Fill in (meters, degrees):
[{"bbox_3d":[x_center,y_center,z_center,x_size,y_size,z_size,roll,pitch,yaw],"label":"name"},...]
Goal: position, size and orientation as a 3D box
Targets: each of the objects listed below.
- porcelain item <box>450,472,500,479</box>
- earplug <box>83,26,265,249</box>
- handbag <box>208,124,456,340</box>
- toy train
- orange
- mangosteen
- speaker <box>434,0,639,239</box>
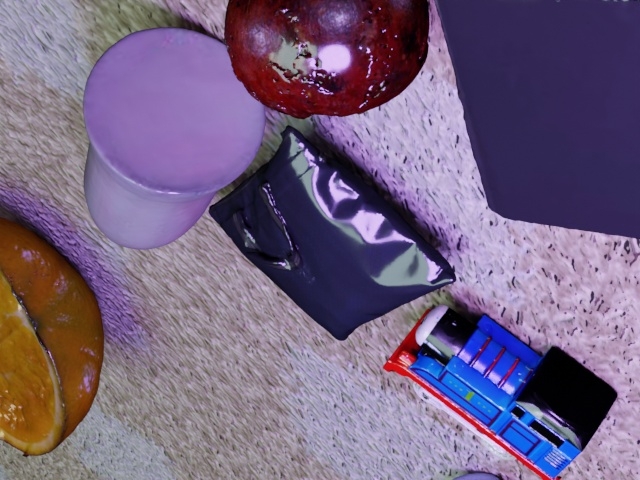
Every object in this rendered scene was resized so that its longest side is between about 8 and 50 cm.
[{"bbox_3d":[0.207,0.392,1.581,0.141,0.141,0.259,4,123,46],"label":"porcelain item"},{"bbox_3d":[-0.173,-0.074,1.422,0.172,0.172,0.301,42,156,1],"label":"earplug"},{"bbox_3d":[0.000,0.000,1.371,0.211,0.089,0.254,44,153,-6],"label":"handbag"},{"bbox_3d":[0.174,0.140,1.350,0.204,0.083,0.131,36,149,7],"label":"toy train"},{"bbox_3d":[-0.410,0.123,1.826,0.274,0.274,0.310,139,129,-59],"label":"orange"},{"bbox_3d":[0.003,-0.187,1.087,0.166,0.166,0.180,8,109,43],"label":"mangosteen"},{"bbox_3d":[0.239,-0.129,0.806,0.254,0.232,0.184,10,137,35],"label":"speaker"}]
